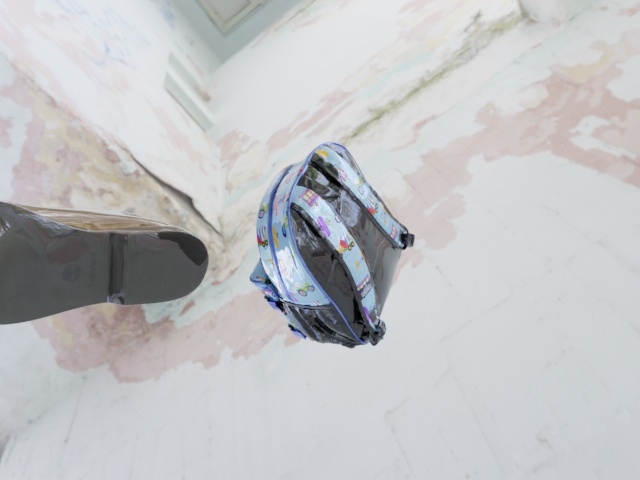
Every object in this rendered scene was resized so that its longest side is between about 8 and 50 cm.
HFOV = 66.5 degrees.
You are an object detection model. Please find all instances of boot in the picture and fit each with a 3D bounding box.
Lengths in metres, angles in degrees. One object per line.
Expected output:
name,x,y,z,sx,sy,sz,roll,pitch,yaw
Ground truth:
boot,-0.275,0.008,0.482,0.115,0.305,0.112,30,-72,48

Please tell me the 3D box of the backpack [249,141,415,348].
backpack,0.000,0.000,0.479,0.117,0.173,0.158,-5,-135,36
